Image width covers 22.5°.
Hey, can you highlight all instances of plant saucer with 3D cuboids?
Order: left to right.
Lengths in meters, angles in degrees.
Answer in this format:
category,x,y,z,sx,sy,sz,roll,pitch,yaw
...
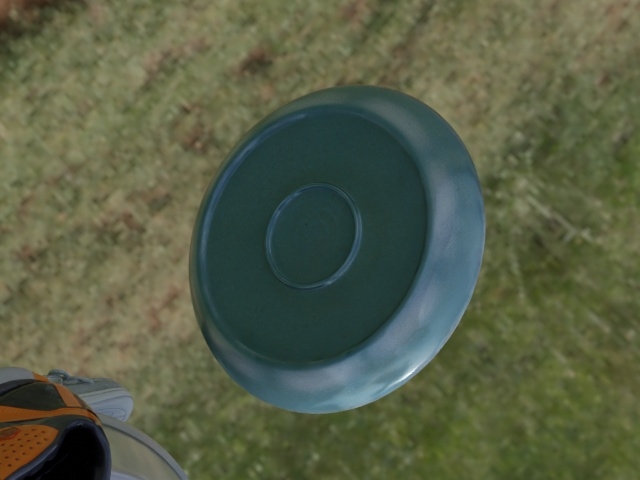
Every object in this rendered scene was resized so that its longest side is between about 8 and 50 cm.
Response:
category,x,y,z,sx,sy,sz,roll,pitch,yaw
plant saucer,0.000,0.000,1.489,0.317,0.317,0.043,-51,147,10

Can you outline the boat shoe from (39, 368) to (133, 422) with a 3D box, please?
category,x,y,z,sx,sy,sz,roll,pitch,yaw
boat shoe,-0.381,0.201,1.895,0.320,0.103,0.118,-10,149,-16

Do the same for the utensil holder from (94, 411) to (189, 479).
category,x,y,z,sx,sy,sz,roll,pitch,yaw
utensil holder,-0.242,0.332,1.501,0.327,0.327,0.385,-40,-174,-10

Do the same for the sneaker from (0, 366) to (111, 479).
category,x,y,z,sx,sy,sz,roll,pitch,yaw
sneaker,-0.285,0.207,1.109,0.321,0.180,0.124,-39,117,-18
